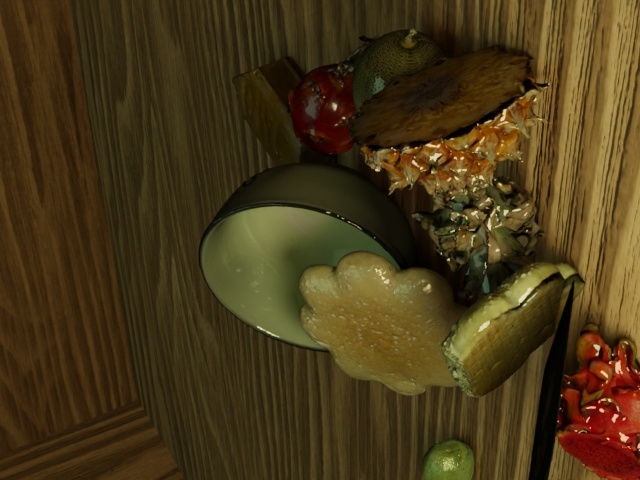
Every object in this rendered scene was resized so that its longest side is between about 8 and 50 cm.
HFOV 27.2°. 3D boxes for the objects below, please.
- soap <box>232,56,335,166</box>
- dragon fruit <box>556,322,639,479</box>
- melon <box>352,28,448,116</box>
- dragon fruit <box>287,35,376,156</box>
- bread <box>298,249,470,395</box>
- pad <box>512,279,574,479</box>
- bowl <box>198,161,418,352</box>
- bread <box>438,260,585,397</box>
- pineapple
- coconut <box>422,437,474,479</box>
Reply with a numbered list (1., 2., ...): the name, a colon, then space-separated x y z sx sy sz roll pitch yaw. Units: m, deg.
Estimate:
1. soap: -0.065 -0.218 2.296 0.257 0.080 0.160 55 155 33
2. dragon fruit: 0.345 0.201 1.594 0.133 0.150 0.208 -17 82 42
3. melon: 0.112 -0.205 1.774 0.139 0.139 0.192 54 155 36
4. dragon fruit: 0.030 -0.227 2.029 0.246 0.125 0.125 -51 47 49
5. bread: 0.103 0.134 2.007 0.316 0.054 0.316 16 143 13
6. pad: 0.246 0.242 1.622 0.375 0.063 0.315 83 -163 -65
7. bowl: 0.000 0.000 2.094 0.354 0.353 0.185 97 -170 -51
8. bread: 0.240 0.101 1.650 0.056 0.207 0.286 47 172 20
9. pineapple: 0.192 -0.062 1.635 0.262 0.262 0.272 30 148 60
10. coconut: 0.207 0.366 2.150 0.088 0.087 0.096 53 147 39
